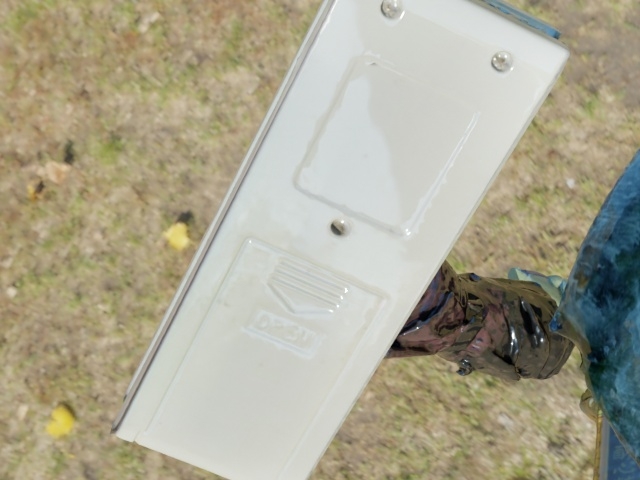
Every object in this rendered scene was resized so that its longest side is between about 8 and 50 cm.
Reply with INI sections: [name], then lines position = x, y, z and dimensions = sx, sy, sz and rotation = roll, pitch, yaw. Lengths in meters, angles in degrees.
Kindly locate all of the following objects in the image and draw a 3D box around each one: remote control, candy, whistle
[remote control]
position = 0.000, 0.000, 0.535
dimensions = 0.277, 0.103, 0.055
rotation = -61, 12, 25
[candy]
position = 0.374, 0.261, 1.335
dimensions = 0.143, 0.101, 0.271
rotation = -15, 40, 28
[whistle]
position = 0.325, 0.094, 1.699
dimensions = 0.092, 0.244, 0.110
rotation = -109, 38, -52

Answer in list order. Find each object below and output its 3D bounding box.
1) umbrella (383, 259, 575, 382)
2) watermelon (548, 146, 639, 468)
[umbrella]
position = 0.077, 0.050, 0.823
dimensions = 0.094, 0.326, 0.090
rotation = 19, 91, 48
[watermelon]
position = 0.309, 0.082, 0.535
dimensions = 0.387, 0.258, 0.228
rotation = 43, 119, 15
